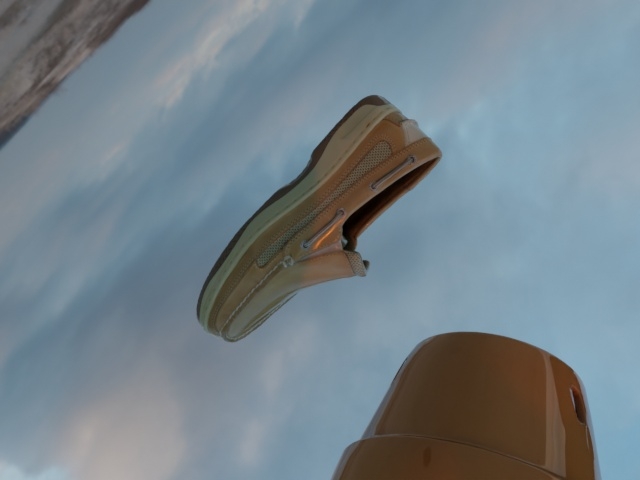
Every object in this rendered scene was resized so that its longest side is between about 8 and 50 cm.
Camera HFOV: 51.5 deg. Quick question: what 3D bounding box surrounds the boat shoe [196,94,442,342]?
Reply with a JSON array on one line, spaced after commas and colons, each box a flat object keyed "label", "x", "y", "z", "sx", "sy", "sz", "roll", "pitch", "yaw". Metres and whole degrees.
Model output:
[{"label": "boat shoe", "x": 0.000, "y": 0.000, "z": 0.417, "sx": 0.190, "sy": 0.072, "sz": 0.068, "roll": -51, "pitch": 161, "yaw": 8}]

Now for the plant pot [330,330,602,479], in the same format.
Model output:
[{"label": "plant pot", "x": 0.168, "y": 0.235, "z": 0.710, "sx": 0.291, "sy": 0.291, "sz": 0.203, "roll": -20, "pitch": -142, "yaw": 44}]
